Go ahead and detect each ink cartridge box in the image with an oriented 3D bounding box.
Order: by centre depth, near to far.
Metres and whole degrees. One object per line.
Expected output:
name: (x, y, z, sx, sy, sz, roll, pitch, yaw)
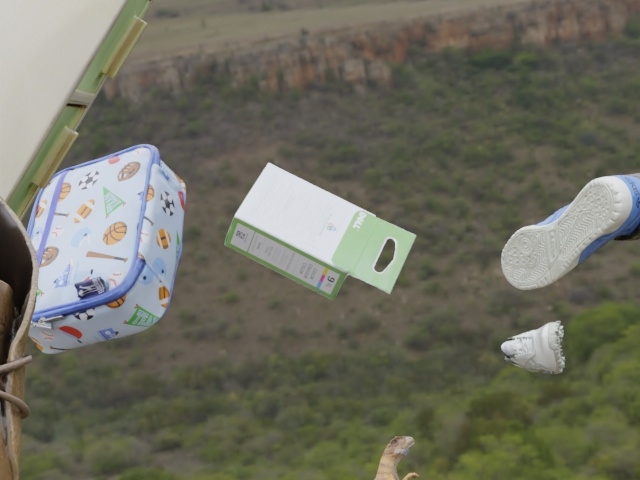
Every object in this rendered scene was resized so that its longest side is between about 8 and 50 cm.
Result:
ink cartridge box: (0.000, 0.000, 1.457, 0.209, 0.062, 0.109, 26, 47, 3)

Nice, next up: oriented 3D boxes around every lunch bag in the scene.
lunch bag: (-0.321, 0.015, 1.674, 0.243, 0.115, 0.303, -13, 46, 22)

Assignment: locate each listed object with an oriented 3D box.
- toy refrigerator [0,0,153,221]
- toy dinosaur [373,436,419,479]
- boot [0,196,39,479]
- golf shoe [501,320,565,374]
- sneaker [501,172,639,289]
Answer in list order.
toy refrigerator: (-0.222, -0.095, 0.860, 0.094, 0.269, 0.102, 31, 3, -3)
toy dinosaur: (0.068, 0.336, 1.439, 0.211, 0.112, 0.064, -55, -2, -39)
boot: (-0.164, 0.074, 0.480, 0.112, 0.115, 0.305, 30, 19, -37)
golf shoe: (0.301, 0.157, 1.676, 0.086, 0.069, 0.176, 1, -18, 4)
sneaker: (0.226, -0.008, 1.006, 0.085, 0.058, 0.152, -10, -26, -39)
